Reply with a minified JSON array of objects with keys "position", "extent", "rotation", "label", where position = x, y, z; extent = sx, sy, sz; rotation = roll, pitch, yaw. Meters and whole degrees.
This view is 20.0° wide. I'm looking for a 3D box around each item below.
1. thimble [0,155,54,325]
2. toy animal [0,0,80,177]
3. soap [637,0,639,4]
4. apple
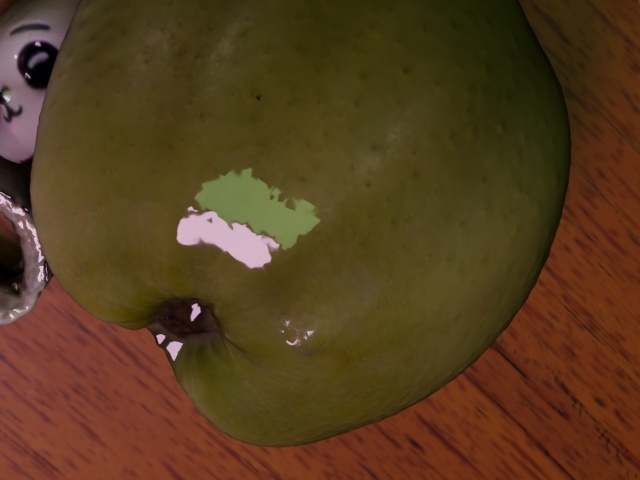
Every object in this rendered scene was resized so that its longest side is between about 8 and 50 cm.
[{"position":[-0.243,-0.004,1.295],"extent":[0.115,0.090,0.102],"rotation":[42,98,-20],"label":"thimble"},{"position":[-0.166,-0.086,1.254],"extent":[0.166,0.138,0.179],"rotation":[-23,108,40],"label":"toy animal"},{"position":[0.356,-0.270,1.312],"extent":[0.274,0.089,0.174],"rotation":[-11,112,-5],"label":"soap"},{"position":[-0.003,-0.048,1.214],"extent":[0.320,0.360,0.312],"rotation":[23,144,14],"label":"apple"}]
